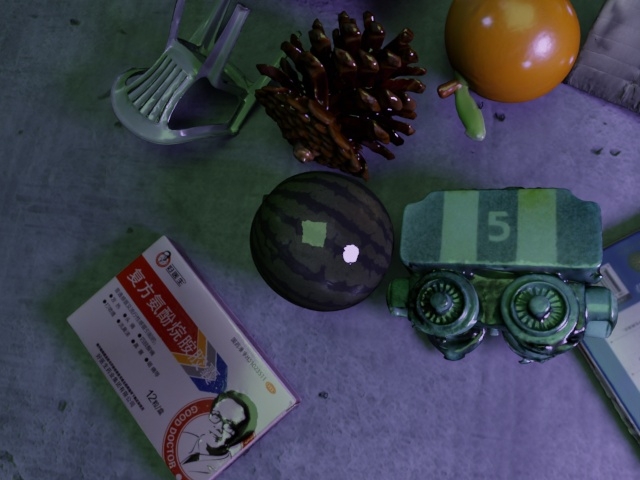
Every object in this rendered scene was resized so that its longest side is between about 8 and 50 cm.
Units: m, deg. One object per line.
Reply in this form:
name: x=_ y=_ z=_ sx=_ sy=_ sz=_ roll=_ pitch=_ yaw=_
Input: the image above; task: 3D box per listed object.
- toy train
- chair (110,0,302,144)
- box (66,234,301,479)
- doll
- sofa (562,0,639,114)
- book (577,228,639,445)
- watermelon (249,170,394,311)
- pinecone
toy train: x=0.246 y=0.048 z=0.756 sx=0.299 sy=0.167 sz=0.238 roll=2 pitch=71 yaw=20
chair: x=-0.209 y=-0.304 z=0.913 sx=0.203 sy=0.191 sz=0.274 roll=43 pitch=115 yaw=16
box: x=-0.222 y=0.189 z=0.855 sx=0.214 sy=0.069 sz=0.353 roll=-42 pitch=76 yaw=-3
doll: x=0.269 y=-0.296 z=0.832 sx=0.236 sy=0.213 sz=0.213 roll=-42 pitch=74 yaw=12
sofa: x=0.546 y=-0.321 z=0.839 sx=0.210 sy=0.176 sz=0.225 roll=33 pitch=55 yaw=23
book: x=0.555 y=0.174 z=0.748 sx=0.300 sy=0.039 sz=0.427 roll=-27 pitch=74 yaw=2
watermelon: x=0.000 y=0.000 z=0.790 sx=0.212 sy=0.212 sz=0.212 roll=-2 pitch=76 yaw=8
pinecone: x=0.044 y=-0.224 z=0.825 sx=0.264 sy=0.264 sz=0.264 roll=-2 pitch=76 yaw=8
